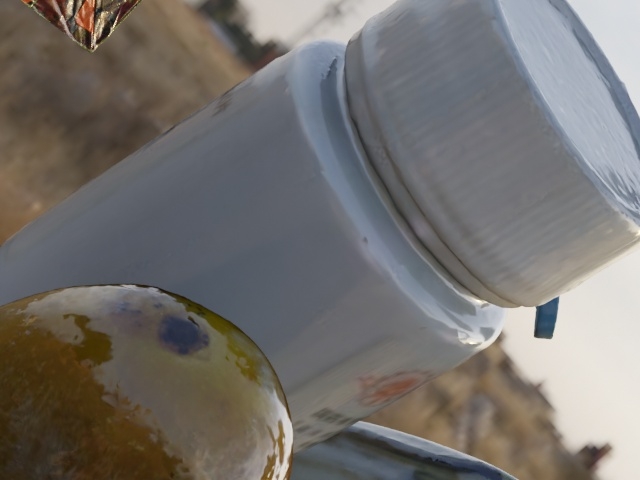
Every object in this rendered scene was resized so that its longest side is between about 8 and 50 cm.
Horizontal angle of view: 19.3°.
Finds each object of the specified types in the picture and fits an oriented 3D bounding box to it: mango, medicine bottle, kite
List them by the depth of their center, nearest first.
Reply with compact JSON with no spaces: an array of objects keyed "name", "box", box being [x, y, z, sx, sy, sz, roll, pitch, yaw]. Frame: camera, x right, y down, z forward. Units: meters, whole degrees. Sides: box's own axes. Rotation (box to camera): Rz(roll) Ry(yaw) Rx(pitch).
[{"name":"mango","box":[-0.147,0.130,0.987,0.193,0.316,0.146,50,38,-13]},{"name":"medicine bottle","box":[0.000,0.000,1.119,0.211,0.371,0.211,46,25,-29]},{"name":"kite","box":[-0.201,-0.216,1.693,0.008,0.222,0.125,55,-31,34]}]

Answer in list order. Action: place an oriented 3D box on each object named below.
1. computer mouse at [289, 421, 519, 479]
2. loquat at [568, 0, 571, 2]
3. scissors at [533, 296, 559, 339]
[{"name":"computer mouse","box":[-0.009,0.223,1.510,0.228,0.428,0.145,58,33,-48]},{"name":"loquat","box":[0.166,-0.263,1.680,0.163,0.163,0.137,49,-31,-13]},{"name":"scissors","box":[0.212,-0.042,1.679,0.125,0.030,0.256,-78,174,-66]}]
